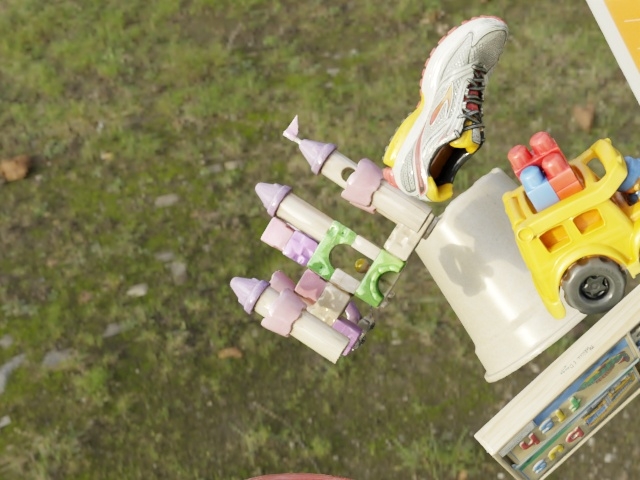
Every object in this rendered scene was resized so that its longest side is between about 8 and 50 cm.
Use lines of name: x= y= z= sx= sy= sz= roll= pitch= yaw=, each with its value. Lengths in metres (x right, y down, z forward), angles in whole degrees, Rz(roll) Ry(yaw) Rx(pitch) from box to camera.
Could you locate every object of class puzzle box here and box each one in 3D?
puzzle box: x=0.475 y=0.269 z=1.927 sx=0.409 sy=0.272 sz=0.052 roll=-43 pitch=54 yaw=1

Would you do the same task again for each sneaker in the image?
sneaker: x=0.159 y=-0.145 z=1.220 sx=0.088 sy=0.225 sz=0.093 roll=8 pitch=22 yaw=-44

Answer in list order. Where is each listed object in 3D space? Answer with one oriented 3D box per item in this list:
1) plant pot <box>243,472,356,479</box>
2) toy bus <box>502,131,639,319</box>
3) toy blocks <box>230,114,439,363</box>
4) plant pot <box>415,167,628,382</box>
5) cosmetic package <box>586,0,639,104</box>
plant pot: x=-0.005 y=0.388 z=0.932 sx=0.273 sy=0.265 sz=0.272 roll=11 pitch=18 yaw=-3
toy bus: x=0.327 y=-0.046 z=1.292 sx=0.220 sy=0.211 sz=0.149 roll=-28 pitch=22 yaw=13
toy blocks: x=0.000 y=0.000 z=1.638 sx=0.260 sy=0.288 sz=0.309 roll=32 pitch=5 yaw=9
plant pot: x=0.347 y=0.044 z=2.031 sx=0.334 sy=0.334 sz=0.305 roll=-36 pitch=84 yaw=-32
cosmetic package: x=0.401 y=-0.148 z=0.892 sx=0.230 sy=0.453 sz=0.161 roll=-1 pitch=62 yaw=34
